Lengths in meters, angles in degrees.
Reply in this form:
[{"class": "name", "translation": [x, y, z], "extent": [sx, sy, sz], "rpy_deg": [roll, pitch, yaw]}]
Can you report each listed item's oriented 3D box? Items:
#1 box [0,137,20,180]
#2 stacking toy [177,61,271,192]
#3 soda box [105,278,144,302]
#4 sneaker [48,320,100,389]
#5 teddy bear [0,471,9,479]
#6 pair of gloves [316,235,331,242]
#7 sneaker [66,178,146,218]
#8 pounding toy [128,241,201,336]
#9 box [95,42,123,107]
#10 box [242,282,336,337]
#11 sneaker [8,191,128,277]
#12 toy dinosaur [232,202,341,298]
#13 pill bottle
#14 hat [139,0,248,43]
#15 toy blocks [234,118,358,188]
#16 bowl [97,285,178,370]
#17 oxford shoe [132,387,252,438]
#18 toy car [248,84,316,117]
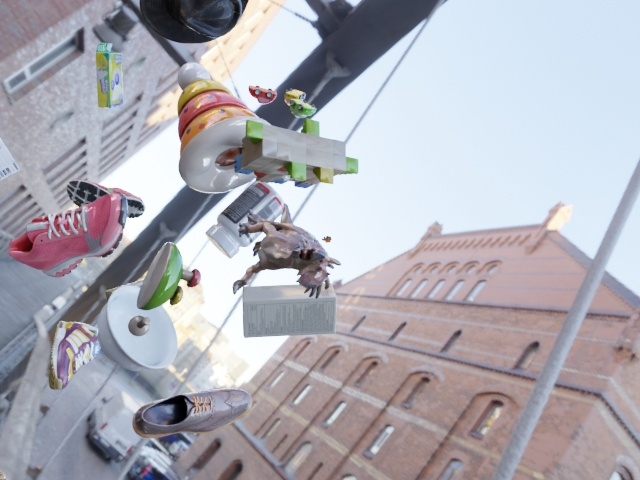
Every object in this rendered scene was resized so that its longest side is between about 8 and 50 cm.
[{"class": "box", "translation": [-0.869, -0.232, 1.341], "extent": [0.036, 0.114, 0.207], "rpy_deg": [40, -29, 24]}, {"class": "stacking toy", "translation": [-0.394, -0.437, 1.838], "extent": [0.479, 0.351, 0.350], "rpy_deg": [60, -12, 23]}, {"class": "soda box", "translation": [-0.713, 0.194, 1.990], "extent": [0.058, 0.181, 0.061], "rpy_deg": [-3, -79, 41]}, {"class": "sneaker", "translation": [-0.461, 0.211, 0.996], "extent": [0.084, 0.069, 0.185], "rpy_deg": [8, 23, -24]}, {"class": "teddy bear", "translation": [-0.730, 0.562, 1.047], "extent": [0.245, 0.113, 0.338], "rpy_deg": [34, -2, 0]}, {"class": "pair of gloves", "translation": [0.000, 0.000, 1.891], "extent": [0.074, 0.083, 0.010], "rpy_deg": [88, -4, -73]}, {"class": "sneaker", "translation": [-0.785, -0.156, 1.929], "extent": [0.279, 0.107, 0.118], "rpy_deg": [21, 19, -30]}, {"class": "pounding toy", "translation": [-0.382, 0.131, 1.330], "extent": [0.110, 0.236, 0.183], "rpy_deg": [27, -30, -25]}, {"class": "box", "translation": [-0.621, -0.488, 1.554], "extent": [0.105, 0.043, 0.179], "rpy_deg": [-85, 179, -70]}, {"class": "box", "translation": [-0.108, 0.235, 1.780], "extent": [0.121, 0.311, 0.147], "rpy_deg": [-109, -160, -68]}, {"class": "sneaker", "translation": [-0.539, -0.012, 1.116], "extent": [0.136, 0.314, 0.115], "rpy_deg": [26, 42, -52]}, {"class": "toy dinosaur", "translation": [-0.050, 0.019, 1.018], "extent": [0.200, 0.295, 0.127], "rpy_deg": [4, -68, 6]}, {"class": "pill bottle", "translation": [-0.277, -0.078, 1.932], "extent": [0.161, 0.283, 0.161], "rpy_deg": [41, -16, 14]}, {"class": "hat", "translation": [-0.323, -0.647, 1.465], "extent": [0.134, 0.331, 0.331], "rpy_deg": [60, -12, 24]}, {"class": "toy blocks", "translation": [-0.112, -0.251, 1.646], "extent": [0.382, 0.190, 0.261], "rpy_deg": [6, -11, -33]}, {"class": "bowl", "translation": [-0.613, 0.306, 1.701], "extent": [0.298, 0.134, 0.298], "rpy_deg": [51, 16, -22]}, {"class": "oxford shoe", "translation": [-0.370, 0.516, 1.586], "extent": [0.132, 0.364, 0.129], "rpy_deg": [-50, -127, 53]}, {"class": "toy car", "translation": [-0.104, -0.464, 1.788], "extent": [0.225, 0.239, 0.053], "rpy_deg": [38, -57, 37]}]
